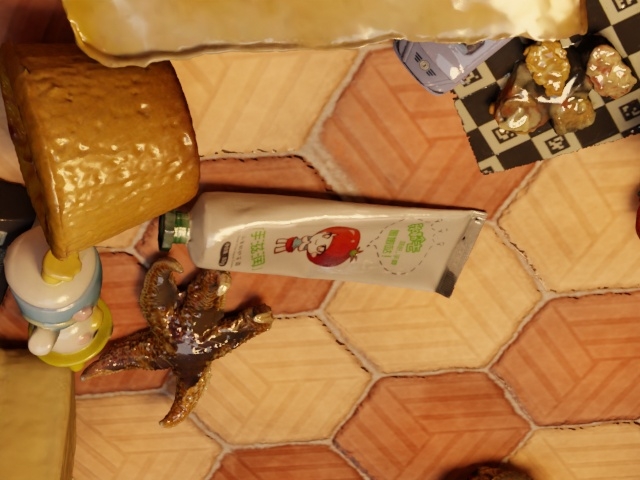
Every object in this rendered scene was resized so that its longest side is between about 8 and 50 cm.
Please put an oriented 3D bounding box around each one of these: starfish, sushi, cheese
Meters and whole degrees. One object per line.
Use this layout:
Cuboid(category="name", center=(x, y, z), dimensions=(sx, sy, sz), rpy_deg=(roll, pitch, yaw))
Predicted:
Cuboid(category="starfish", center=(-0.159, 0.115, 1.344), dimensions=(0.216, 0.071, 0.238), rpy_deg=(4, 121, 3))
Cuboid(category="sushi", center=(0.230, -0.143, 1.131), dimensions=(0.210, 0.040, 0.193), rpy_deg=(-17, 129, 14))
Cuboid(category="cheese", center=(-0.340, 0.293, 1.342), dimensions=(0.104, 0.384, 0.384), rpy_deg=(6, 131, -7))

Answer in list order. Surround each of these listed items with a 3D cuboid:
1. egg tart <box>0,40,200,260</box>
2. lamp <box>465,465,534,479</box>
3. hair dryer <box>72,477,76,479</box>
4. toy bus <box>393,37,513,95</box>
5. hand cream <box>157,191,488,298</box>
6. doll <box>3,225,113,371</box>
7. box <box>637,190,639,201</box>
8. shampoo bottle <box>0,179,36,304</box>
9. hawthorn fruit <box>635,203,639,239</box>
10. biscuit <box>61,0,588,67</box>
Cuboid(category="egg tart", center=(-0.197, -0.096, 1.073), dimensions=(0.147, 0.202, 0.202), rpy_deg=(-16, 133, -15))
Cuboid(category="lamp", center=(0.208, 0.412, 1.541), dimensions=(0.177, 0.177, 0.274), rpy_deg=(12, 132, -11))
Cuboid(category="hair dryer", center=(-0.433, 0.299, 1.510), dimensions=(0.128, 0.070, 0.255), rpy_deg=(-34, 116, 27))
Cuboid(category="toy bus", center=(0.137, -0.194, 1.052), dimensions=(0.167, 0.076, 0.073), rpy_deg=(-38, 100, 28))
Cuboid(category="hand cream", center=(0.000, 0.000, 1.249), dimensions=(0.336, 0.076, 0.121), rpy_deg=(5, 133, -14))
Cuboid(category="doll", center=(-0.269, 0.060, 1.245), dimensions=(0.099, 0.135, 0.241), rpy_deg=(-22, 153, -13))
Cuboid(category="box", center=(0.459, -0.102, 1.071), dimensions=(0.198, 0.084, 0.310), rpy_deg=(31, 101, -25))
Cuboid(category="shampoo bottle", center=(-0.397, 0.063, 1.279), dimensions=(0.098, 0.071, 0.309), rpy_deg=(3, 134, -33))
Cuboid(category="hawthorn fruit", center=(0.380, -0.012, 1.198), dimensions=(0.128, 0.128, 0.128), rpy_deg=(0, 131, 0))
Cuboid(category="biscuit", center=(-0.035, -0.331, 0.905), dimensions=(0.429, 0.104, 0.446), rpy_deg=(-6, 123, 14))
